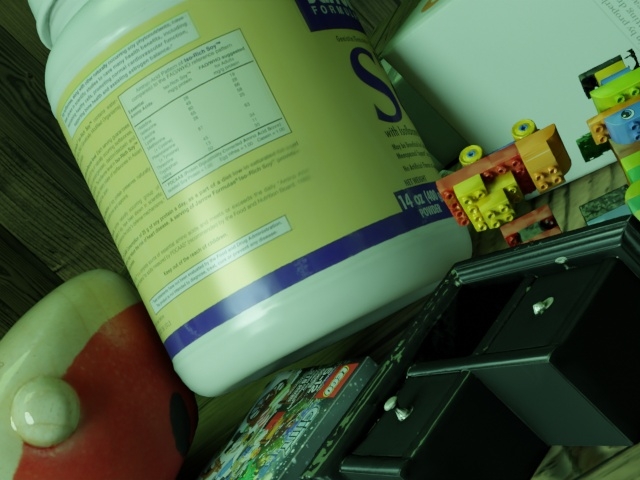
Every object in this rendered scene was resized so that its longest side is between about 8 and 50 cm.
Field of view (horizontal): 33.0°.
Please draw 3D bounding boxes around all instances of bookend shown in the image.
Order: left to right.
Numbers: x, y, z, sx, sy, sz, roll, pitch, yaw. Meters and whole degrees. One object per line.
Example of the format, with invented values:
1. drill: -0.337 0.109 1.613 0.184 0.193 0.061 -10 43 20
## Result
1. bookend: 0.089 0.079 0.532 0.157 0.072 0.156 -51 12 -22

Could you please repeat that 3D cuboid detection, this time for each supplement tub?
1. supplement tub: -0.059 -0.077 0.815 0.241 0.331 0.241 -26 -7 -4

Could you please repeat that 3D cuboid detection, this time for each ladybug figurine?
1. ladybug figurine: -0.209 0.184 0.887 0.305 0.161 0.449 -62 4 -19

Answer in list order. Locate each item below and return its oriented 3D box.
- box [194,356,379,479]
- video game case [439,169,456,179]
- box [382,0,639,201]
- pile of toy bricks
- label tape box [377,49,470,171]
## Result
1. box: -0.052 0.186 0.741 0.233 0.044 0.159 -51 12 -25
2. video game case: 0.105 -0.030 1.018 0.087 0.011 0.122 -47 11 -1
3. box: 0.236 -0.198 0.728 0.215 0.168 0.345 -53 14 -30
4. pile of toy bricks: 0.180 -0.028 0.562 0.212 0.118 0.105 -27 44 13
5. label tape box: 0.079 -0.137 1.238 0.347 0.115 0.249 -36 15 37
